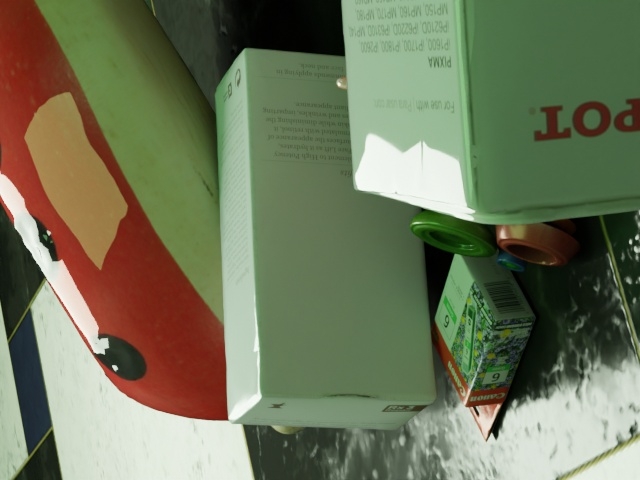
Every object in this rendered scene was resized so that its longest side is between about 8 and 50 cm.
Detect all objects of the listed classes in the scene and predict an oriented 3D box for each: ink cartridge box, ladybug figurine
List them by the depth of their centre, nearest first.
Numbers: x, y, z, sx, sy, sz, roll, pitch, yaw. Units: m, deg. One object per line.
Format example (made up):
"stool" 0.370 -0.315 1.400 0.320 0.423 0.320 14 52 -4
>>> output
"ink cartridge box" 0.124 -0.172 0.801 0.131 0.226 0.306 -163 69 -67
"ink cartridge box" 0.092 0.065 1.210 0.115 0.029 0.063 105 151 -42
"ladybug figurine" -0.143 -0.041 1.451 0.449 0.162 0.305 57 176 22

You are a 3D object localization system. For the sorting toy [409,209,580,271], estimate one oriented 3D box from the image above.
"sorting toy" 0.104 -0.013 1.124 0.102 0.061 0.042 9 73 33

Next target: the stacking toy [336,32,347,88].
"stacking toy" 0.074 -0.110 1.053 0.302 0.175 0.165 157 104 -75

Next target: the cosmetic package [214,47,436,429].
"cosmetic package" 0.000 0.000 1.264 0.085 0.117 0.231 133 138 -65
